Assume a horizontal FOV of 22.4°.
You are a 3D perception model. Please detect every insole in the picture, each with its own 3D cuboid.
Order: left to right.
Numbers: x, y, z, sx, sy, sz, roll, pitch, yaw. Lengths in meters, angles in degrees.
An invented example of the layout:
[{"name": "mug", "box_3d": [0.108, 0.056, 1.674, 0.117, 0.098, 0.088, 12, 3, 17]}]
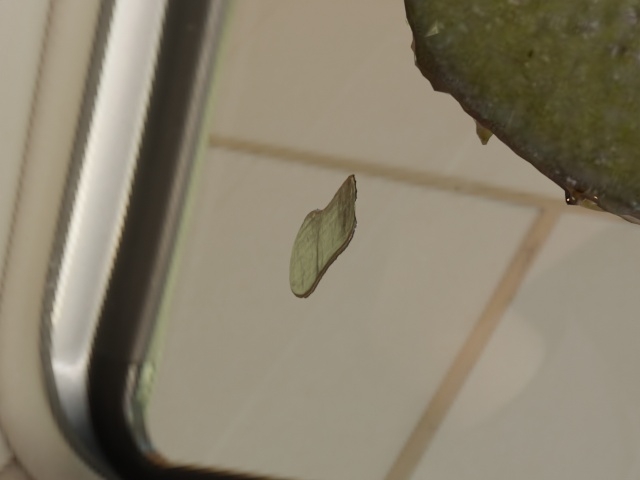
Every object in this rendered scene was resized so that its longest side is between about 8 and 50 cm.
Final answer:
[{"name": "insole", "box_3d": [0.000, 0.000, 1.115, 0.004, 0.188, 0.064, 5, -107, -13]}]

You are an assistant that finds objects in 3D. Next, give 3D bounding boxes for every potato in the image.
[{"name": "potato", "box_3d": [0.313, -0.184, 1.184, 0.442, 0.385, 0.319, 26, -173, 25]}]
